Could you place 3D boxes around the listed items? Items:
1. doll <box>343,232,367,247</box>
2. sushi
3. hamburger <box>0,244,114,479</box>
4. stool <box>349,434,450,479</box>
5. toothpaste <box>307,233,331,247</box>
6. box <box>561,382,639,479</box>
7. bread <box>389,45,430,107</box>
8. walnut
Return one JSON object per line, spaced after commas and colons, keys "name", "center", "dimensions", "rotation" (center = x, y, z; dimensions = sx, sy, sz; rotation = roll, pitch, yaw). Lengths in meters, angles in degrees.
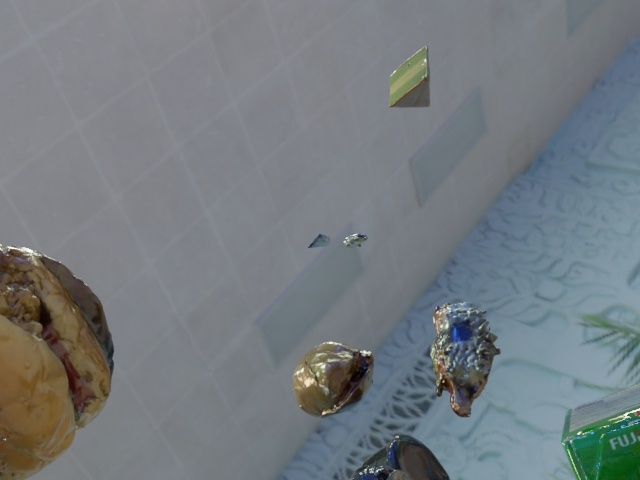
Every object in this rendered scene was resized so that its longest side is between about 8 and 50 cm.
{"name": "doll", "center": [0.080, 0.000, 1.838], "dimensions": [0.125, 0.037, 0.027], "rotation": [153, 116, -79]}
{"name": "sushi", "center": [0.227, 0.174, 1.259], "dimensions": [0.226, 0.097, 0.103], "rotation": [-84, 10, -47]}
{"name": "hamburger", "center": [-0.312, 0.117, 0.708], "dimensions": [0.163, 0.244, 0.245], "rotation": [-82, -10, -61]}
{"name": "stool", "center": [0.107, 0.395, 1.282], "dimensions": [0.139, 0.153, 0.228], "rotation": [-40, -54, 23]}
{"name": "toothpaste", "center": [0.000, 0.000, 1.048], "dimensions": [0.024, 0.015, 0.083], "rotation": [-49, -8, 9]}
{"name": "box", "center": [0.316, 0.182, 0.732], "dimensions": [0.103, 0.180, 0.250], "rotation": [69, -165, 12]}
{"name": "bread", "center": [0.173, -0.319, 1.595], "dimensions": [0.139, 0.084, 0.074], "rotation": [60, -147, -74]}
{"name": "walnut", "center": [0.020, 0.249, 1.443], "dimensions": [0.137, 0.137, 0.245], "rotation": [-54, 1, -24]}
